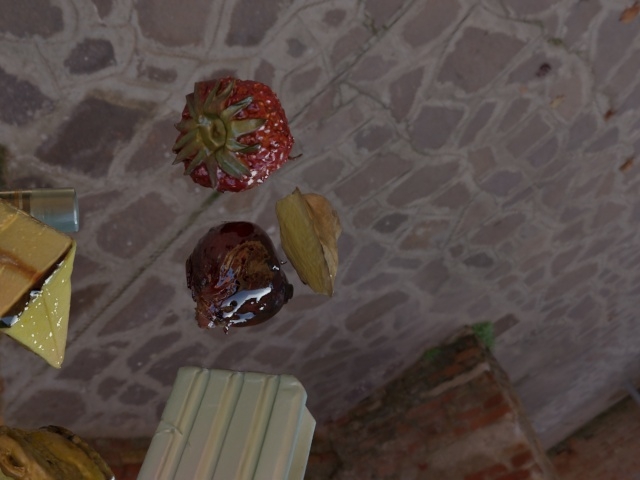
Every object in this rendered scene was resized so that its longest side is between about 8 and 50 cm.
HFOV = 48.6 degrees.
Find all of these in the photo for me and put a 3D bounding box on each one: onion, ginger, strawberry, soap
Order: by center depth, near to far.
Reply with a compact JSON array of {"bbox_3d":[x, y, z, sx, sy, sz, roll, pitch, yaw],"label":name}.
[{"bbox_3d":[-0.117,0.289,0.802,0.173,0.289,0.095,1,138,17],"label":"soap"},{"bbox_3d":[0.000,0.004,1.228,0.115,0.193,0.123,-23,174,42],"label":"ginger"},{"bbox_3d":[-0.181,0.087,1.625,0.221,0.280,0.281,1,159,22],"label":"onion"},{"bbox_3d":[-0.169,-0.241,1.668,0.292,0.292,0.343,-45,164,22],"label":"strawberry"}]

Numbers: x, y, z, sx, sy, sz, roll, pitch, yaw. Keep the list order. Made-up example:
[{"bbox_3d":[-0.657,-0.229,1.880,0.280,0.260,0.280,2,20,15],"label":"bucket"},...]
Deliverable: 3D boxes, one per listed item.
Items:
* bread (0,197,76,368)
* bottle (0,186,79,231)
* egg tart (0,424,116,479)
[{"bbox_3d":[-0.467,0.074,1.129,0.163,0.168,0.264,-57,169,-21],"label":"bread"},{"bbox_3d":[-0.558,-0.045,1.194,0.286,0.082,0.082,-5,142,-19],"label":"bottle"},{"bbox_3d":[-0.407,0.382,1.086,0.123,0.294,0.294,-42,163,-41],"label":"egg tart"}]
